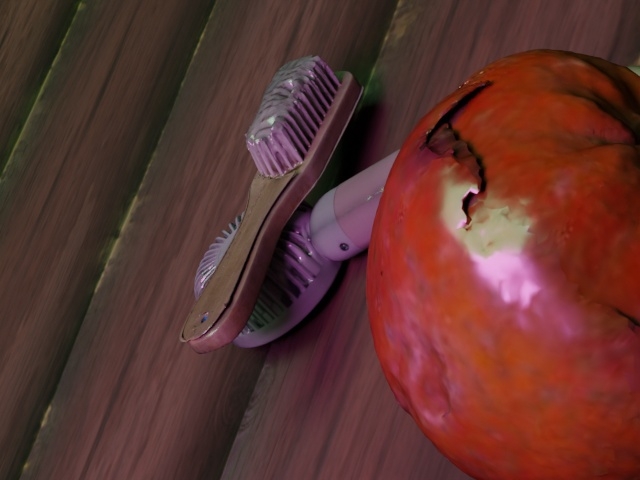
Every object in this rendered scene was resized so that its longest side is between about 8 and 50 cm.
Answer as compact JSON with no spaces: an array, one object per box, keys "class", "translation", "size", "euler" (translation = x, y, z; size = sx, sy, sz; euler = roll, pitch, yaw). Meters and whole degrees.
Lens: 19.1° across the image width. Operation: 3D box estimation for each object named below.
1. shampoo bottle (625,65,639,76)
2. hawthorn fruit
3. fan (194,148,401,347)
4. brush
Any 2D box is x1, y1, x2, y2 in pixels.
[{"class":"shampoo bottle","translation":[0.218,-0.068,1.294],"size":[0.079,0.079,0.162],"euler":[4,66,56]},{"class":"hawthorn fruit","translation":[0.146,0.047,1.141],"size":[0.307,0.276,0.276],"euler":[118,160,-45]},{"class":"fan","translation":[0.000,0.000,1.555],"size":[0.244,0.074,0.130],"euler":[-30,29,29]},{"class":"brush","translation":[-0.048,-0.043,1.534],"size":[0.070,0.065,0.327],"euler":[-16,35,36]}]
